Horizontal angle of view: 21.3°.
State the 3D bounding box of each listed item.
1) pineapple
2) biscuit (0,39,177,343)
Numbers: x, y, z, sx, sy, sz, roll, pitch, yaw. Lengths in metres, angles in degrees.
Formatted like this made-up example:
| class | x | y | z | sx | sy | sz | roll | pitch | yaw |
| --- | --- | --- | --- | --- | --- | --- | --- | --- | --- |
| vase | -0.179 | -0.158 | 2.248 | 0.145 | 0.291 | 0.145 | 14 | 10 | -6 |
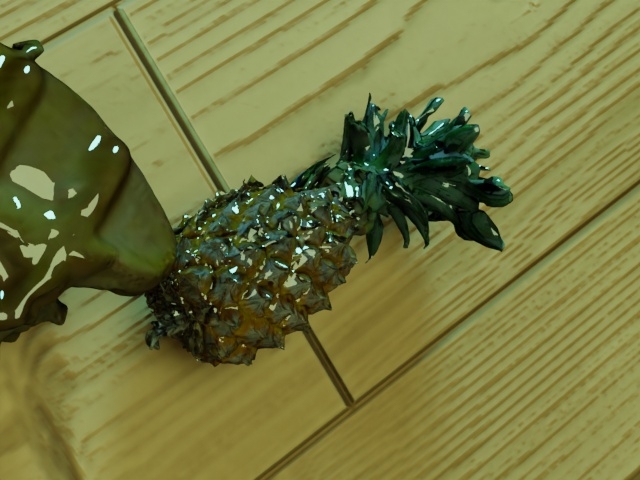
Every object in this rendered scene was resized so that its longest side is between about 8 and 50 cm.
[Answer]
| class | x | y | z | sx | sy | sz | roll | pitch | yaw |
| --- | --- | --- | --- | --- | --- | --- | --- | --- | --- |
| pineapple | 0.000 | -0.001 | 0.874 | 0.221 | 0.103 | 0.083 | -31 | 132 | -30 |
| biscuit | -0.244 | 0.042 | 0.719 | 0.268 | 0.115 | 0.366 | 39 | 65 | -20 |
